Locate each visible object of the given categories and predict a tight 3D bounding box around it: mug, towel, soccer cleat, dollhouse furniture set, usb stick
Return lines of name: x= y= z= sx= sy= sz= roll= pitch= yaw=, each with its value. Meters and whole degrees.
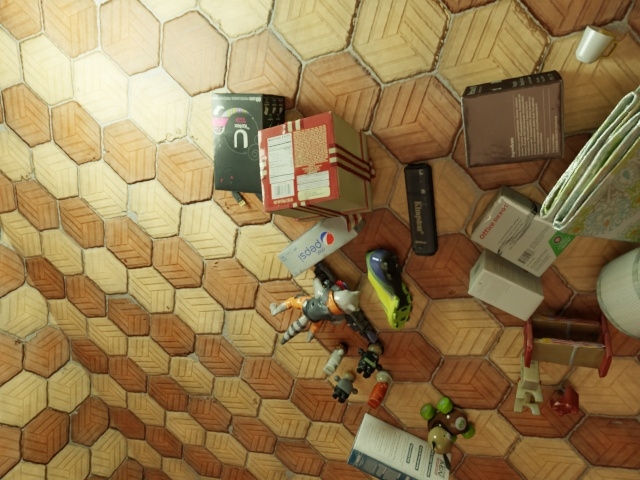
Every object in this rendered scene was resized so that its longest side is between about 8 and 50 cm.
mug: x=0.594 y=-0.416 z=0.975 sx=0.078 sy=0.062 sz=0.064 roll=30 pitch=131 yaw=13
towel: x=0.692 y=-0.144 z=0.961 sx=0.374 sy=0.090 sz=0.321 roll=5 pitch=129 yaw=-22
soccer cleat: x=0.211 y=0.151 z=1.426 sx=0.121 sy=0.093 sz=0.289 roll=17 pitch=131 yaw=50
dollhouse furniture set: x=0.685 y=0.360 z=1.313 sx=0.201 sy=0.152 sz=0.374 roll=4 pitch=134 yaw=20
usb stick: x=0.286 y=-0.084 z=1.281 sx=0.077 sy=0.045 sz=0.278 roll=-1 pitch=116 yaw=22

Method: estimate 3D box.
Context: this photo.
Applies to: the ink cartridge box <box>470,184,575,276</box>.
ink cartridge box: x=0.525 y=-0.027 z=1.187 sx=0.208 sy=0.087 sz=0.153 roll=30 pitch=124 yaw=4

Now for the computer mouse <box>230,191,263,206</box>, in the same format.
computer mouse: x=-0.198 y=-0.147 z=1.440 sx=0.262 sy=0.060 sz=0.184 roll=45 pitch=122 yaw=-4

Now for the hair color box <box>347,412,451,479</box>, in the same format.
hair color box: x=0.290 y=0.800 z=1.662 sx=0.347 sy=0.174 sz=0.105 roll=22 pitch=123 yaw=11

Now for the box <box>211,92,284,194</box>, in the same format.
box: x=-0.203 y=-0.279 z=1.296 sx=0.165 sy=0.143 sz=0.270 roll=7 pitch=107 yaw=20

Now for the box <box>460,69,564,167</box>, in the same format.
box: x=0.441 y=-0.279 z=1.042 sx=0.203 sy=0.168 sz=0.167 roll=-3 pitch=115 yaw=23

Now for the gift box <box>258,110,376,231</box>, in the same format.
gift box: x=-0.010 y=-0.161 z=1.218 sx=0.255 sy=0.258 sz=0.276 roll=-2 pitch=86 yaw=27

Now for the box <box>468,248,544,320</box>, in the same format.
box: x=0.507 y=0.118 z=1.244 sx=0.170 sy=0.130 sz=0.091 roll=27 pitch=122 yaw=8

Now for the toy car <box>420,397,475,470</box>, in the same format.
toy car: x=0.420 y=0.664 z=1.528 sx=0.149 sy=0.188 sz=0.155 roll=-37 pitch=98 yaw=33

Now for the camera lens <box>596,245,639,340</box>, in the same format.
camera lens: x=0.789 y=0.105 z=1.015 sx=0.219 sy=0.219 sz=0.274 roll=25 pitch=163 yaw=9

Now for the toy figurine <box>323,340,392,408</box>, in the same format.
toy figurine: x=0.132 y=0.456 z=1.574 sx=0.209 sy=0.148 sz=0.213 roll=-6 pitch=116 yaw=31

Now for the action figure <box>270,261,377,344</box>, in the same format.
action figure: x=0.023 y=0.262 z=1.499 sx=0.341 sy=0.178 sz=0.330 roll=49 pitch=132 yaw=-6

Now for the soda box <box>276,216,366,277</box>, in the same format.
soda box: x=0.000 y=0.000 z=1.416 sx=0.286 sy=0.091 sz=0.098 roll=-36 pitch=97 yaw=32
